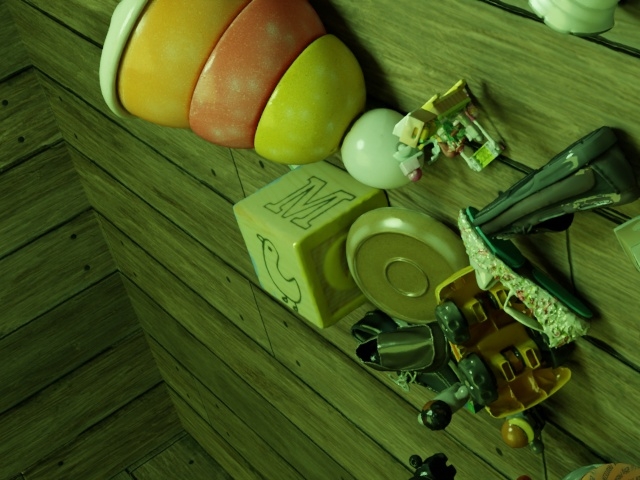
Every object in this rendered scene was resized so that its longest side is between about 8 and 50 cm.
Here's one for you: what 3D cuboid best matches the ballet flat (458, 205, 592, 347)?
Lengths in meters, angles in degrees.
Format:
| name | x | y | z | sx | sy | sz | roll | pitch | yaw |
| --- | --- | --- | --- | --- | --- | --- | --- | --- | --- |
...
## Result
| name | x | y | z | sx | sy | sz | roll | pitch | yaw |
| --- | --- | --- | --- | --- | --- | --- | --- | --- | --- |
| ballet flat | 0.264 | 0.057 | 1.647 | 0.241 | 0.091 | 0.077 | 44 | 113 | 11 |

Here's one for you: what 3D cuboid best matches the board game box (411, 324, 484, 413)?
| name | x | y | z | sx | sy | sz | roll | pitch | yaw |
| --- | --- | --- | --- | --- | --- | --- | --- | --- | --- |
| board game box | 0.215 | 0.186 | 2.050 | 0.136 | 0.035 | 0.201 | 32 | 147 | 48 |

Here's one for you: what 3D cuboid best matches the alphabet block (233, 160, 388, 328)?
| name | x | y | z | sx | sy | sz | roll | pitch | yaw |
| --- | --- | --- | --- | --- | --- | --- | --- | --- | --- |
| alphabet block | 0.000 | 0.000 | 2.049 | 0.197 | 0.193 | 0.192 | 30 | 147 | 50 |

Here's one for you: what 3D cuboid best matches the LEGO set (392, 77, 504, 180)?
| name | x | y | z | sx | sy | sz | roll | pitch | yaw |
| --- | --- | --- | --- | --- | --- | --- | --- | --- | --- |
| LEGO set | 0.173 | -0.131 | 1.579 | 0.107 | 0.132 | 0.287 | 51 | 180 | 3 |

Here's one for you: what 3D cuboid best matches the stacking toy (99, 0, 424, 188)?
| name | x | y | z | sx | sy | sz | roll | pitch | yaw |
| --- | --- | --- | --- | --- | --- | --- | --- | --- | --- |
| stacking toy | -0.057 | -0.222 | 1.802 | 0.480 | 0.350 | 0.350 | 36 | 154 | 12 |

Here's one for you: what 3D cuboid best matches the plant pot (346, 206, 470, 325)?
| name | x | y | z | sx | sy | sz | roll | pitch | yaw |
| --- | --- | --- | --- | --- | --- | --- | --- | --- | --- |
| plant pot | 0.140 | 0.052 | 1.897 | 0.236 | 0.032 | 0.236 | 18 | 135 | 19 |

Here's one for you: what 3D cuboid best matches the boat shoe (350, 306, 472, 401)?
| name | x | y | z | sx | sy | sz | roll | pitch | yaw |
| --- | --- | --- | --- | --- | --- | --- | --- | --- | --- |
| boat shoe | 0.153 | 0.204 | 2.050 | 0.254 | 0.079 | 0.095 | 42 | 152 | 32 |

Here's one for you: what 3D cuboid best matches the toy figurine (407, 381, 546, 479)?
| name | x | y | z | sx | sy | sz | roll | pitch | yaw |
| --- | --- | --- | --- | --- | --- | --- | --- | --- | --- |
| toy figurine | 0.244 | 0.338 | 1.893 | 0.213 | 0.148 | 0.209 | 14 | 105 | 20 |

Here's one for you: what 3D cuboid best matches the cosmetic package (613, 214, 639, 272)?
| name | x | y | z | sx | sy | sz | roll | pitch | yaw |
| --- | --- | --- | --- | --- | --- | --- | --- | --- | --- |
| cosmetic package | 0.373 | 0.001 | 1.358 | 0.041 | 0.060 | 0.115 | 61 | -172 | -7 |

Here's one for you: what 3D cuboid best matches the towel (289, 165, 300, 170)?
| name | x | y | z | sx | sy | sz | roll | pitch | yaw |
| --- | --- | --- | --- | --- | --- | --- | --- | --- | --- |
| towel | -0.052 | -0.192 | 2.139 | 0.113 | 0.023 | 0.152 | 52 | 156 | 9 |

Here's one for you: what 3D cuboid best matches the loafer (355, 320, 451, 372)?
| name | x | y | z | sx | sy | sz | roll | pitch | yaw |
| --- | --- | --- | --- | --- | --- | --- | --- | --- | --- |
| loafer | 0.129 | 0.179 | 1.922 | 0.220 | 0.078 | 0.080 | -26 | 68 | 57 |

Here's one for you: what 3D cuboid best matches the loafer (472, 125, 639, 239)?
| name | x | y | z | sx | sy | sz | roll | pitch | yaw |
| --- | --- | --- | --- | --- | --- | --- | --- | --- | --- |
| loafer | 0.287 | -0.044 | 1.496 | 0.095 | 0.109 | 0.302 | 53 | 155 | 2 |

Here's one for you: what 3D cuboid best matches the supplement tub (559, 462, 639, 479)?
| name | x | y | z | sx | sy | sz | roll | pitch | yaw |
| --- | --- | --- | --- | --- | --- | --- | --- | --- | --- |
| supplement tub | 0.404 | 0.451 | 1.790 | 0.193 | 0.194 | 0.316 | 50 | 157 | 19 |

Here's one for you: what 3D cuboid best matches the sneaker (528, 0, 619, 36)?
| name | x | y | z | sx | sy | sz | roll | pitch | yaw |
| --- | --- | --- | --- | --- | --- | --- | --- | --- | --- |
| sneaker | 0.222 | -0.351 | 1.251 | 0.297 | 0.111 | 0.129 | 47 | 141 | 15 |

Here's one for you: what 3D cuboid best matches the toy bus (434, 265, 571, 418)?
| name | x | y | z | sx | sy | sz | roll | pitch | yaw |
| --- | --- | --- | --- | --- | --- | --- | --- | --- | --- |
| toy bus | 0.247 | 0.127 | 1.791 | 0.220 | 0.150 | 0.211 | 64 | 174 | -10 |
